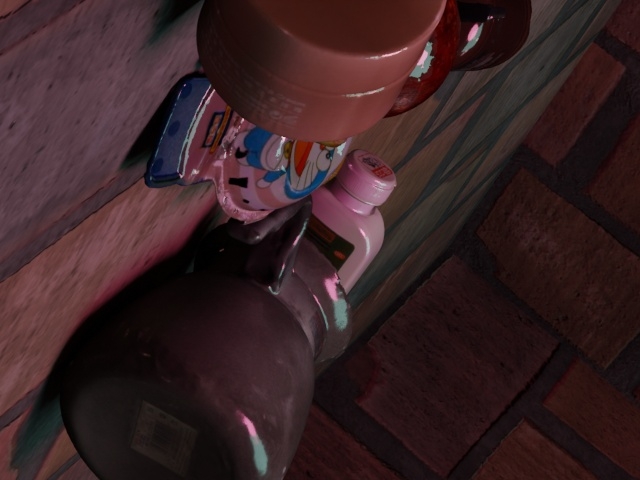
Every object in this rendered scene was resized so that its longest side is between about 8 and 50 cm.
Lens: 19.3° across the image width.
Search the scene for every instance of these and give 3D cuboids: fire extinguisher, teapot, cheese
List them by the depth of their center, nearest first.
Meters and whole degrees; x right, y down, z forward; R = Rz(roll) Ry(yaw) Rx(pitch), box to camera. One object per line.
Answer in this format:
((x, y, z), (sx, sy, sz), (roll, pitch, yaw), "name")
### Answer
((-0.047, -0.093, 1.517), (0.286, 0.074, 0.189), (-9, 124, -60), "cheese")
((0.127, -0.213, 1.751), (0.337, 0.135, 0.114), (-20, 113, -73), "fire extinguisher")
((-0.096, 0.075, 1.764), (0.285, 0.223, 0.305), (-52, 137, -44), "teapot")

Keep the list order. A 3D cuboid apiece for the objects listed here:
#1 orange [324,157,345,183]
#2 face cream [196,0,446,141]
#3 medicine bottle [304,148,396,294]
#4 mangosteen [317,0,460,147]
((-0.024, -0.084, 1.672), (0.095, 0.085, 0.085), (-25, 162, -23), "orange")
((0.000, -0.153, 1.254), (0.149, 0.149, 0.104), (-45, 171, -33), "face cream")
((0.000, 0.000, 2.069), (0.219, 0.115, 0.078), (-54, 170, 25), "medicine bottle")
((0.020, -0.154, 1.408), (0.181, 0.156, 0.145), (-23, -174, -40), "mangosteen")
